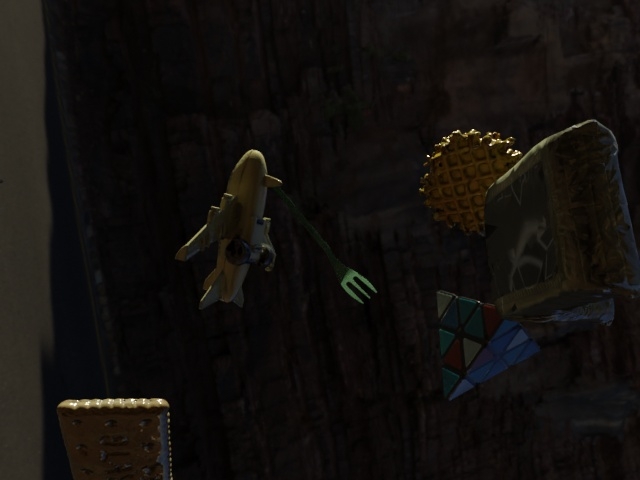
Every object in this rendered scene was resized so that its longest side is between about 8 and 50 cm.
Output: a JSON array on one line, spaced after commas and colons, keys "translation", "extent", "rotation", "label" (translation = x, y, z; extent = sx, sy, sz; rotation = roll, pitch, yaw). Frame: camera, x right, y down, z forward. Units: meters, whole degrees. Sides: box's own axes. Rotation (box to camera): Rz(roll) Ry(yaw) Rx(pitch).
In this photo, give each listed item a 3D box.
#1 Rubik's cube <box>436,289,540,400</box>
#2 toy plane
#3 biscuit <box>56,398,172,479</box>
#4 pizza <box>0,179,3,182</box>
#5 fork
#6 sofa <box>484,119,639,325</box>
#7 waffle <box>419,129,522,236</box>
[{"translation": [0.352, 0.178, 1.291], "extent": [0.234, 0.284, 0.250], "rotation": [53, -17, 42], "label": "Rubik's cube"}, {"translation": [-0.119, -0.014, 0.815], "extent": [0.229, 0.092, 0.244], "rotation": [11, 98, -63], "label": "toy plane"}, {"translation": [-0.423, 0.449, 1.138], "extent": [0.044, 0.217, 0.324], "rotation": [-104, -160, -54], "label": "biscuit"}, {"translation": [-0.332, -0.087, 0.457], "extent": [0.188, 0.062, 0.198], "rotation": [-47, 121, -78], "label": "pizza"}, {"translation": [0.000, 0.001, 0.838], "extent": [0.235, 0.039, 0.021], "rotation": [50, -24, 10], "label": "fork"}, {"translation": [0.327, -0.004, 0.669], "extent": [0.225, 0.176, 0.210], "rotation": [115, -24, -68], "label": "sofa"}, {"translation": [0.281, -0.107, 0.991], "extent": [0.070, 0.197, 0.193], "rotation": [-31, 140, -54], "label": "waffle"}]
